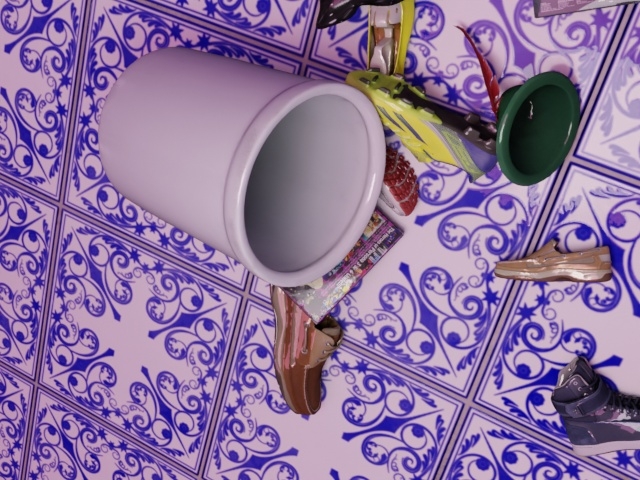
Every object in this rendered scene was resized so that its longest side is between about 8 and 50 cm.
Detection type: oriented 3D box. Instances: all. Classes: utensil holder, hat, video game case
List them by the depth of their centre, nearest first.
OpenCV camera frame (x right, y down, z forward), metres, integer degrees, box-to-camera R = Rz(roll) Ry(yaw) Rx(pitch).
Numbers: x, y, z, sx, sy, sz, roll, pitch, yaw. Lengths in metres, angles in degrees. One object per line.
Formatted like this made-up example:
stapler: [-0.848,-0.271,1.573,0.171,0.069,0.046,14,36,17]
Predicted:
hat: [0.300,-0.214,1.285,0.183,0.172,0.209,33,108,51]
utensil holder: [-0.141,-0.143,1.314,0.385,0.327,0.328,25,116,37]
video game case: [0.000,0.000,1.446,0.210,0.042,0.232,43,92,8]

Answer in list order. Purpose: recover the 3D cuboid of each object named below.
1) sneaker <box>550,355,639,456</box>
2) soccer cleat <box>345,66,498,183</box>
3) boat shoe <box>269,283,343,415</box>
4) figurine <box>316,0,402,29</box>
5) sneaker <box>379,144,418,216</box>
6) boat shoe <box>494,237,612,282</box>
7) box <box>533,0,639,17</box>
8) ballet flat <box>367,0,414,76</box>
sneaker: [0.500,0.265,1.314,0.226,0.086,0.163,-23,98,30]
soccer cleat: [0.161,-0.185,1.299,0.289,0.093,0.121,26,130,-6]
boat shoe: [-0.021,0.185,1.523,0.119,0.122,0.324,-1,105,19]
figurine: [0.070,-0.468,1.272,0.209,0.092,0.215,-14,73,33]
sneaker: [0.088,-0.132,1.404,0.225,0.088,0.093,50,136,7]
boat shoe: [0.388,0.032,1.317,0.189,0.068,0.072,-1,93,16]
box: [0.426,-0.437,1.151,0.232,0.059,0.184,-3,104,27]
ballet flat: [0.111,-0.344,1.320,0.077,0.077,0.231,11,110,24]
